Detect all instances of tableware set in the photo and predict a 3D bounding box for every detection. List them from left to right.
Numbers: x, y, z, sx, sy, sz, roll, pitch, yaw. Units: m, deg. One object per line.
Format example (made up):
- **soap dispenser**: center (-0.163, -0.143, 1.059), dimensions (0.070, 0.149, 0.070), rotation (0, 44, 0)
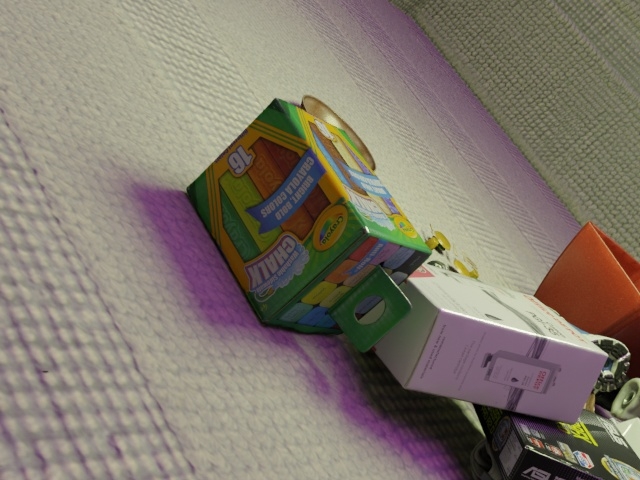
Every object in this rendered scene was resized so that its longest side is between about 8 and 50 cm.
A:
- **tableware set**: center (0.263, 0.040, 1.990), dimensions (0.154, 0.024, 0.104), rotation (40, 24, -25)

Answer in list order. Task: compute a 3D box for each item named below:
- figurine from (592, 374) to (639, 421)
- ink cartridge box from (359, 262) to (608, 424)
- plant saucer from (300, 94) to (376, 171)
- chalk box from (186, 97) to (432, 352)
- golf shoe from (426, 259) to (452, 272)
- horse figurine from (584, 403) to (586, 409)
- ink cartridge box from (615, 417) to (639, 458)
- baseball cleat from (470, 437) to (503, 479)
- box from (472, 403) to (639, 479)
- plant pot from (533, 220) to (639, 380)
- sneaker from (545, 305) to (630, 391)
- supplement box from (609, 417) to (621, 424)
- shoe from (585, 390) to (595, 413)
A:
- **figurine**: center (0.654, 0.343, 1.978), dimensions (0.209, 0.092, 0.215), rotation (31, -1, -12)
- **ink cartridge box**: center (0.209, 0.131, 1.360), dimensions (0.283, 0.117, 0.207), rotation (16, 15, -26)
- **plant saucer**: center (0.026, -0.194, 1.913), dimensions (0.198, 0.036, 0.198), rotation (41, 21, -19)
- **chalk box**: center (0.000, 0.000, 1.254), dimensions (0.179, 0.180, 0.289), rotation (17, 34, -56)
- **golf shoe**: center (0.248, 0.150, 1.620), dimensions (0.120, 0.105, 0.273), rotation (34, 22, -53)
- **horse figurine**: center (0.371, 0.275, 1.627), dimensions (0.174, 0.066, 0.263), rotation (28, 40, -10)
- **ink cartridge box**: center (0.544, 0.430, 1.675), dimensions (0.134, 0.078, 0.231), rotation (-83, 149, -65)
- **baseball cleat**: center (0.270, 0.310, 1.396), dimensions (0.109, 0.072, 0.206), rotation (45, 14, 13)
- **box**: center (0.332, 0.284, 1.365), dimensions (0.216, 0.060, 0.270), rotation (23, 13, -6)
- **plant pot**: center (0.603, 0.168, 2.140), dimensions (0.267, 0.236, 0.267), rotation (33, 25, -38)
- **sneaker**: center (0.421, 0.197, 1.900), dimensions (0.330, 0.130, 0.147), rotation (25, -5, -26)
- **supplement box**: center (0.600, 0.425, 1.879), dimensions (0.239, 0.073, 0.130), rotation (28, 27, -47)
- **shoe**: center (0.470, 0.316, 1.853), dimensions (0.076, 0.058, 0.219), rotation (17, 18, -1)
